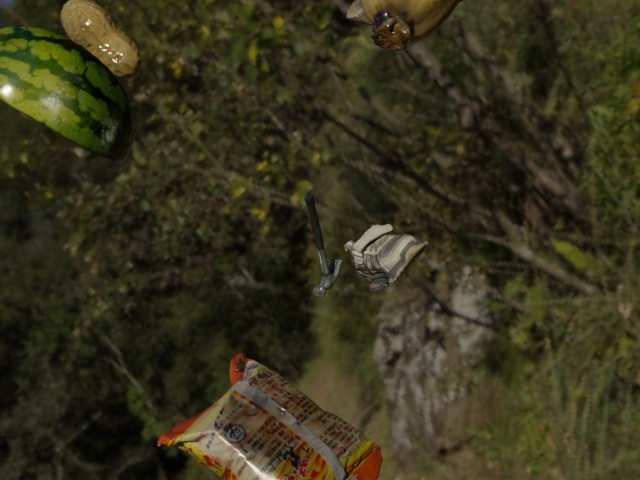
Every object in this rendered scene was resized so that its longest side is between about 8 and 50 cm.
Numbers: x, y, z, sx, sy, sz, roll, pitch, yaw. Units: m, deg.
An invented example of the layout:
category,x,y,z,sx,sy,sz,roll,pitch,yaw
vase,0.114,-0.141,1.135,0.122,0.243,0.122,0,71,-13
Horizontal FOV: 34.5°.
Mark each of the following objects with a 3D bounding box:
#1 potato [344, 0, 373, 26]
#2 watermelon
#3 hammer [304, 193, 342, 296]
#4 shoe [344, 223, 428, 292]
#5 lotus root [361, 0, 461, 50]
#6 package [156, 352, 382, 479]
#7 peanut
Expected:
category,x,y,z,sx,sy,sz,roll,pitch,yaw
potato,0.066,-0.346,1.572,0.037,0.036,0.093,-20,30,34
watermelon,-0.397,-0.242,1.578,0.128,0.303,0.159,-56,17,3
hammer,0.000,0.000,2.316,0.029,0.246,0.103,8,35,29
shoe,0.099,0.015,1.625,0.089,0.092,0.180,-47,2,-20
lotus root,0.139,-0.378,1.458,0.140,0.154,0.257,-16,47,45
package,-0.068,0.291,1.469,0.223,0.288,0.108,-42,-26,-43
peanut,-0.468,-0.431,2.202,0.095,0.226,0.108,-43,-7,-8
